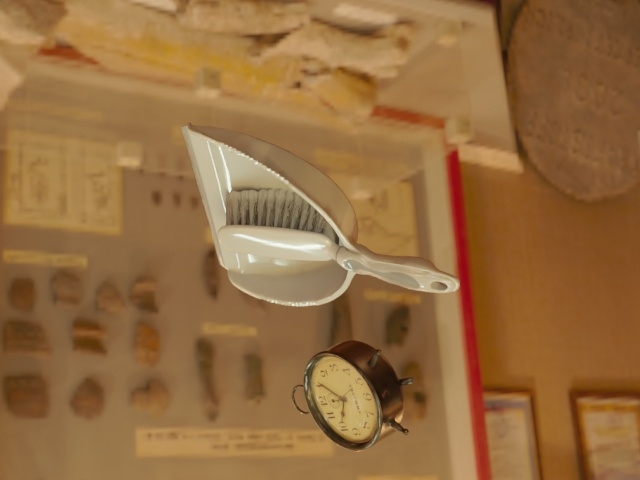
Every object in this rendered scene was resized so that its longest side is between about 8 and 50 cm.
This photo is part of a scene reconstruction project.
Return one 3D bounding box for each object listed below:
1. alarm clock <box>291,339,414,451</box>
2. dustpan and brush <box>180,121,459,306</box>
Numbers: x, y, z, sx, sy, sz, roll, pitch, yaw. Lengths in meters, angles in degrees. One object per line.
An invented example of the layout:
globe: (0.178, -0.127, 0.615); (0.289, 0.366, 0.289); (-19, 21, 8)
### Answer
alarm clock: (0.030, 0.189, 1.512); (0.192, 0.129, 0.064); (-13, -172, 46)
dustpan and brush: (0.000, 0.000, 0.845); (0.211, 0.060, 0.147); (7, 134, 21)
